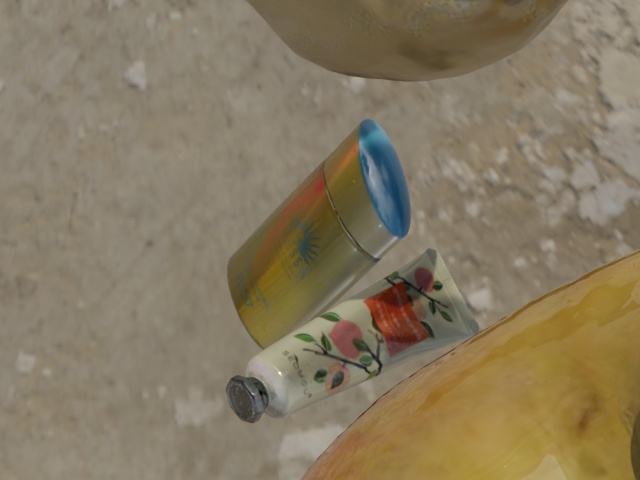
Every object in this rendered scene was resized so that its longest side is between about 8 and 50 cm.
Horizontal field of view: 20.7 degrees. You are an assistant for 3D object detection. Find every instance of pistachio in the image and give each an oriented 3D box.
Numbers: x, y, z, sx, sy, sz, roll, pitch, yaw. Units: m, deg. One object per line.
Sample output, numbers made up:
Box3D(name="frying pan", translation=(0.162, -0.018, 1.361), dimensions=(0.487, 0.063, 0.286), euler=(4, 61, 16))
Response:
Box3D(name="pistachio", translation=(0.056, -0.192, 1.212), dimensions=(0.182, 0.293, 0.162), euler=(-1, 94, -38))

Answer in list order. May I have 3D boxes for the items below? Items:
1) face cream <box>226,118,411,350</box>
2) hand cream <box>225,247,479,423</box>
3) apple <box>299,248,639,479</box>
Box3D(name="face cream", translation=(0.000, 0.000, 1.964), dimensions=(0.067, 0.139, 0.285), euler=(0, 147, -42))
Box3D(name="hand cream", translation=(0.027, 0.079, 1.356), dimensions=(0.234, 0.050, 0.080), euler=(-26, 87, -36))
Box3D(name="apple", translation=(0.112, 0.129, 0.490), dimensions=(0.293, 0.163, 0.251), euler=(-34, 96, 6))
